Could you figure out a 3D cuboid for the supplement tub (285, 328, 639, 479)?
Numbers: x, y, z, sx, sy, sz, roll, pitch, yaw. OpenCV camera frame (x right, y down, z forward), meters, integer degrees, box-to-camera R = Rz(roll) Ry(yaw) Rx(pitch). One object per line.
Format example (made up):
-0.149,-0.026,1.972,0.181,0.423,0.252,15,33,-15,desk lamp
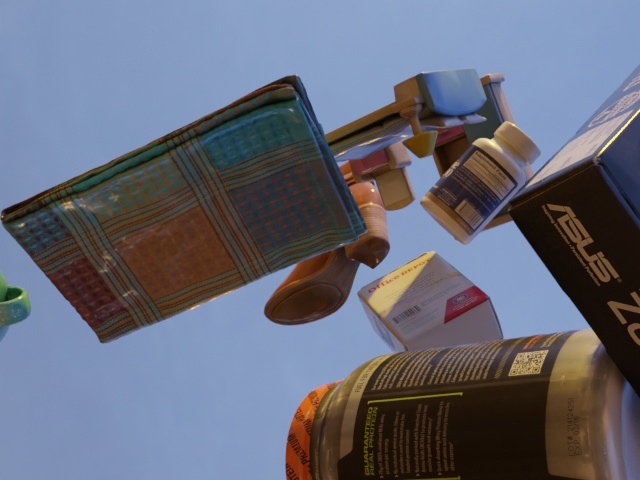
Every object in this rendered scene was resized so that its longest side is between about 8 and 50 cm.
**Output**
0.136,0.181,0.940,0.316,0.193,0.194,-11,-88,37,supplement tub

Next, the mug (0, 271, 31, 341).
-0.380,0.076,1.181,0.157,0.097,0.129,28,-68,7,mug

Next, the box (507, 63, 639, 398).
0.345,-0.002,0.902,0.097,0.395,0.318,-29,-82,44,box

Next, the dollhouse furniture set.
0.113,-0.082,1.485,0.286,0.303,0.198,-22,-94,35,dollhouse furniture set

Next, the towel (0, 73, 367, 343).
-0.147,-0.020,1.324,0.271,0.370,0.040,62,5,-47,towel

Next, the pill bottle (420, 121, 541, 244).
0.163,-0.060,1.127,0.067,0.120,0.067,43,1,-1,pill bottle

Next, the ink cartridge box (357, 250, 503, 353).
0.143,0.097,1.489,0.072,0.127,0.175,65,-8,-25,ink cartridge box

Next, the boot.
0.000,0.000,1.957,0.283,0.109,0.220,-46,-145,28,boot
